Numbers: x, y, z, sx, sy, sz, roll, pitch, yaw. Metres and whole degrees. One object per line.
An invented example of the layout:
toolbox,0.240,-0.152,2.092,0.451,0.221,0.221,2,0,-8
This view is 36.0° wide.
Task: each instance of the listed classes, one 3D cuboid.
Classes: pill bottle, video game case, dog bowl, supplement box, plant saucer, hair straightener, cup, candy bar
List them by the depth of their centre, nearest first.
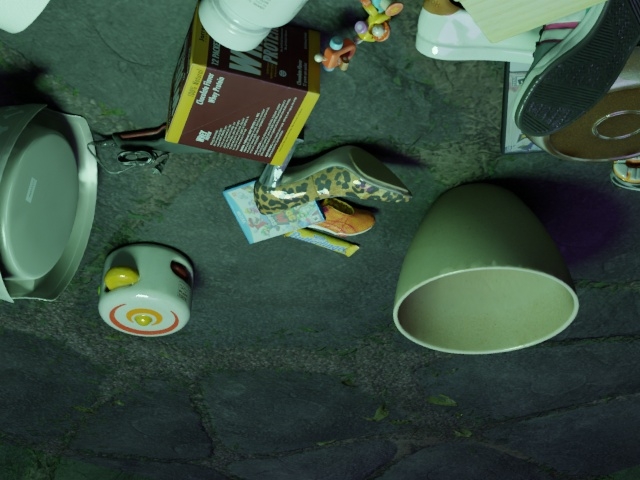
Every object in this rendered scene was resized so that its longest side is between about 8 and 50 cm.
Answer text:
pill bottle,-0.069,-0.362,1.322,0.131,0.131,0.229,19,143,-26
supplement box,-0.122,-0.237,1.521,0.194,0.129,0.191,11,146,-16
plant saucer,0.466,-0.197,1.541,0.310,0.050,0.310,-4,156,-2
video game case,0.421,-0.233,1.595,0.248,0.035,0.275,-4,150,6
dog bowl,-0.488,-0.063,1.625,0.102,0.349,0.349,8,149,11
hair straightener,-0.290,-0.157,1.688,0.230,0.089,0.047,-3,149,6
cup,0.297,0.036,1.841,0.331,0.237,0.331,0,147,0
video game case,-0.086,-0.066,1.842,0.166,0.015,0.119,-16,114,25
candy bar,0.000,0.000,1.994,0.161,0.018,0.040,17,144,-26

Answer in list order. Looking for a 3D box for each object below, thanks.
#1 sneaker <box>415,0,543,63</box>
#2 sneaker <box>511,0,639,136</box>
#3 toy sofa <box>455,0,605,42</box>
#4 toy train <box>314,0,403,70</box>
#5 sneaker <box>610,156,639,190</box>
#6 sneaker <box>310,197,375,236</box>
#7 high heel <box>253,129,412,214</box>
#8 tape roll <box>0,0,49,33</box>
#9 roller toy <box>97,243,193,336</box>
sneaker,0.285,-0.323,1.404,0.290,0.106,0.123,-4,125,-13
sneaker,0.331,-0.297,1.322,0.123,0.178,0.295,22,116,-29
toy sofa,0.192,-0.410,1.031,0.150,0.363,0.177,-17,150,27
toy train,0.064,-0.308,1.426,0.125,0.046,0.166,-29,159,-33
sneaker,0.616,-0.122,1.744,0.214,0.084,0.083,5,161,-1
sneaker,0.023,-0.052,1.872,0.175,0.064,0.067,7,140,-14
high heel,0.017,-0.082,1.761,0.261,0.093,0.186,23,127,-8
tape roll,-0.276,-0.405,1.024,0.072,0.392,0.392,22,142,-28
roller toy,-0.362,0.109,2.053,0.191,0.146,0.209,10,146,-15
